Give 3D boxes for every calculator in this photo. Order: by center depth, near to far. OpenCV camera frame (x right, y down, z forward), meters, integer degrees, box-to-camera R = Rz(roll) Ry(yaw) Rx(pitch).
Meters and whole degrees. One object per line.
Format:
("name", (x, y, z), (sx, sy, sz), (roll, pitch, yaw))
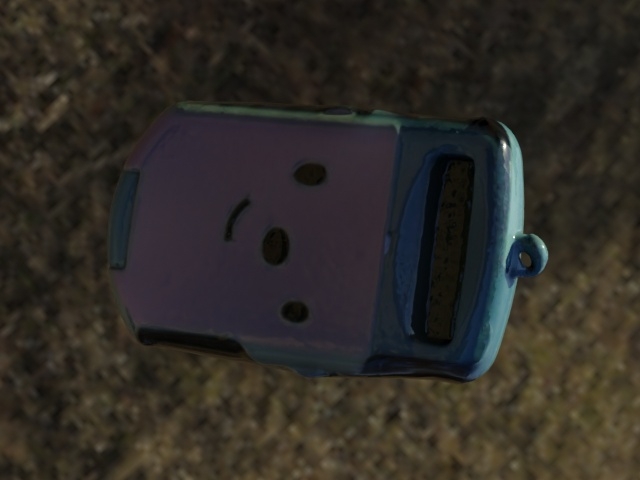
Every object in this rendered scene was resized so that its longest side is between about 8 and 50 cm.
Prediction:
("calculator", (0.000, 0.000, 1.204), (0.051, 0.293, 0.173), (25, 72, -68))
